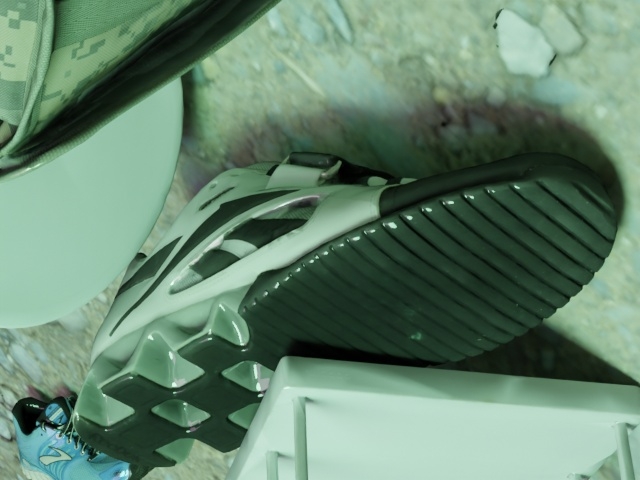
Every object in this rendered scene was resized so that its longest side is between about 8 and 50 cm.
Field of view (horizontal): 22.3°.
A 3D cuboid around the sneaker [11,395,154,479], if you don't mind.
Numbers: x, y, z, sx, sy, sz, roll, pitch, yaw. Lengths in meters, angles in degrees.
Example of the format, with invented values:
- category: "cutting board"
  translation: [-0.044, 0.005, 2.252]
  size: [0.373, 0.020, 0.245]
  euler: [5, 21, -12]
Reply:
- category: "sneaker"
  translation: [-0.198, 0.162, 1.289]
  size: [0.162, 0.063, 0.073]
  euler: [7, 126, 45]

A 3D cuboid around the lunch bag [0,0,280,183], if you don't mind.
- category: "lunch bag"
  translation: [-0.093, -0.154, 0.692]
  size: [0.169, 0.235, 0.287]
  euler: [40, 146, 13]

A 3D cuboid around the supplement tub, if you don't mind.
- category: "supplement tub"
  translation: [-0.263, -0.090, 0.949]
  size: [0.324, 0.235, 0.235]
  euler: [19, 137, 36]

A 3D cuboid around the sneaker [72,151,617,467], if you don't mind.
- category: "sneaker"
  translation: [0.000, 0.000, 0.857]
  size: [0.330, 0.146, 0.122]
  euler: [-23, 136, 31]

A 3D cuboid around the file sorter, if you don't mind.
- category: "file sorter"
  translation: [0.045, 0.209, 0.891]
  size: [0.192, 0.173, 0.278]
  euler: [5, 146, -13]
